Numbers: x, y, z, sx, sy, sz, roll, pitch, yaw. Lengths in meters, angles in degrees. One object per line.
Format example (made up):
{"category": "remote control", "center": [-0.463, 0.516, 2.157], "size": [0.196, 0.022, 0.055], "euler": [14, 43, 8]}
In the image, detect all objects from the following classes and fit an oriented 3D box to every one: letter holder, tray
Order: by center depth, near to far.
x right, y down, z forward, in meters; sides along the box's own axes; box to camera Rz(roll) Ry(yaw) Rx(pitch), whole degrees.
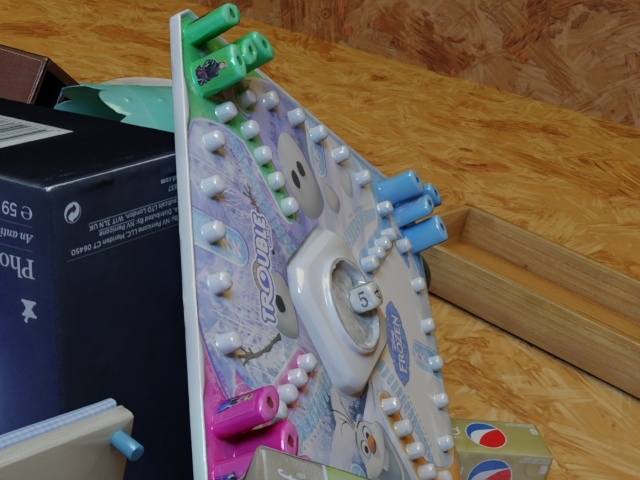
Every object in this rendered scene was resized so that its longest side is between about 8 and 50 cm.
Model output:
{"category": "tray", "center": [0.312, 0.072, 1.390], "size": [0.411, 0.076, 0.203], "euler": [28, 27, 31]}
{"category": "letter holder", "center": [-0.537, -0.184, 1.501], "size": [0.302, 0.214, 0.152], "euler": [17, -8, 13]}

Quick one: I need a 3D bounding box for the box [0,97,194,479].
{"category": "box", "center": [-0.249, 0.053, 0.821], "size": [0.296, 0.294, 0.183], "euler": [13, 23, 31]}

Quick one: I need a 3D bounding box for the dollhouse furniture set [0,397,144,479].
{"category": "dollhouse furniture set", "center": [-0.213, 0.174, 0.600], "size": [0.198, 0.303, 0.286], "euler": [28, 28, 31]}

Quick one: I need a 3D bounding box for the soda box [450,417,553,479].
{"category": "soda box", "center": [0.127, 0.212, 0.987], "size": [0.181, 0.061, 0.058], "euler": [6, 24, -13]}

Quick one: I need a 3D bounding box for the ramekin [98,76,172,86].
{"category": "ramekin", "center": [-0.228, -0.154, 1.575], "size": [0.273, 0.127, 0.273], "euler": [10, 24, -4]}

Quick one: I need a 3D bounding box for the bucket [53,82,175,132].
{"category": "bucket", "center": [-0.192, -0.057, 1.191], "size": [0.183, 0.281, 0.281], "euler": [-7, 30, -31]}

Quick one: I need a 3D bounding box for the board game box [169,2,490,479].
{"category": "board game box", "center": [0.027, 0.052, 0.820], "size": [0.390, 0.050, 0.390], "euler": [34, 42, -51]}

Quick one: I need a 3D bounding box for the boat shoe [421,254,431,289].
{"category": "boat shoe", "center": [0.000, 0.000, 1.352], "size": [0.307, 0.111, 0.104], "euler": [20, 7, 0]}

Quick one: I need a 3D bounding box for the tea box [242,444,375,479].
{"category": "tea box", "center": [0.078, 0.309, 0.465], "size": [0.323, 0.220, 0.329], "euler": [21, 19, -10]}
